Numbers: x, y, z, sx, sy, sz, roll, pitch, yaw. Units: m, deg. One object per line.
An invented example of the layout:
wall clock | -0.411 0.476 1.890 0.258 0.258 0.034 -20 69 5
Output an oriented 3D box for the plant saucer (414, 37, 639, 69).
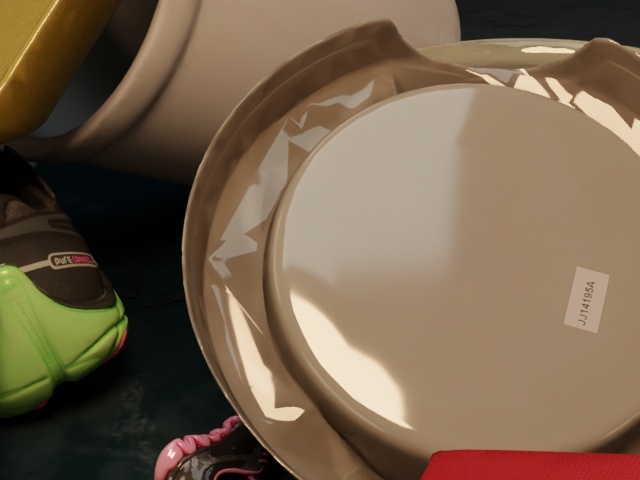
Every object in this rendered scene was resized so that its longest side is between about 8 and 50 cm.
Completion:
plant saucer | 0.183 -0.034 1.057 0.401 0.100 0.400 8 -16 2

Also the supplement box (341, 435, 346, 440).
supplement box | 0.051 0.136 0.848 0.055 0.043 0.083 -17 22 -29

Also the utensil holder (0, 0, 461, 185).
utensil holder | -0.100 -0.206 1.275 0.328 0.327 0.385 15 3 43

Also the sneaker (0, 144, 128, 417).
sneaker | -0.304 -0.026 1.116 0.185 0.202 0.483 -32 28 -21

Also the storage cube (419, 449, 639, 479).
storage cube | 0.111 0.191 0.436 0.193 0.215 0.184 -2 19 25

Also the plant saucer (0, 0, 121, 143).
plant saucer | -0.248 -0.225 1.046 0.333 0.332 0.081 20 -13 44

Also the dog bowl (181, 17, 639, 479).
dog bowl | 0.094 0.028 0.795 0.349 0.102 0.348 1 63 -2

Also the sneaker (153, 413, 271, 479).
sneaker | -0.050 0.143 0.866 0.057 0.047 0.119 32 40 33
